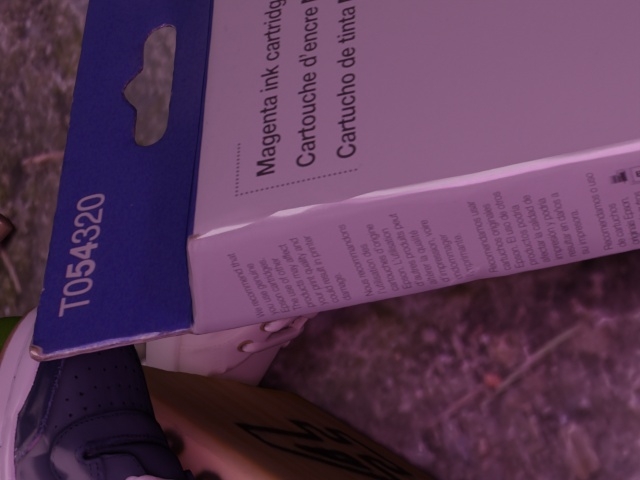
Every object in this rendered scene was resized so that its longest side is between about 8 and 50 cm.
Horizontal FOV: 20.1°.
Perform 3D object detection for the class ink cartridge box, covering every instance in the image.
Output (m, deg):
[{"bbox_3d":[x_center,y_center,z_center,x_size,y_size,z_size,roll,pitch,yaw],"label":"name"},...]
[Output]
[{"bbox_3d":[0.031,-0.114,0.797,0.330,0.071,0.324,-11,46,11],"label":"ink cartridge box"}]

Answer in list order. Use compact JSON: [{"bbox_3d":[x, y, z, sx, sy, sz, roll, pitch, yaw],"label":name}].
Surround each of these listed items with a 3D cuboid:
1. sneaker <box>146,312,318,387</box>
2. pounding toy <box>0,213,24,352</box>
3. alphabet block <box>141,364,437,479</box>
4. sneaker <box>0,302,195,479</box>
[{"bbox_3d":[0.000,0.000,0.953,0.123,0.106,0.290,34,117,20],"label":"sneaker"},{"bbox_3d":[-0.234,0.110,1.107,0.183,0.110,0.237,-45,58,18],"label":"pounding toy"},{"bbox_3d":[-0.032,0.189,0.894,0.197,0.193,0.192,27,94,37],"label":"alphabet block"},{"bbox_3d":[-0.052,0.152,0.736,0.153,0.099,0.282,-14,72,32],"label":"sneaker"}]
